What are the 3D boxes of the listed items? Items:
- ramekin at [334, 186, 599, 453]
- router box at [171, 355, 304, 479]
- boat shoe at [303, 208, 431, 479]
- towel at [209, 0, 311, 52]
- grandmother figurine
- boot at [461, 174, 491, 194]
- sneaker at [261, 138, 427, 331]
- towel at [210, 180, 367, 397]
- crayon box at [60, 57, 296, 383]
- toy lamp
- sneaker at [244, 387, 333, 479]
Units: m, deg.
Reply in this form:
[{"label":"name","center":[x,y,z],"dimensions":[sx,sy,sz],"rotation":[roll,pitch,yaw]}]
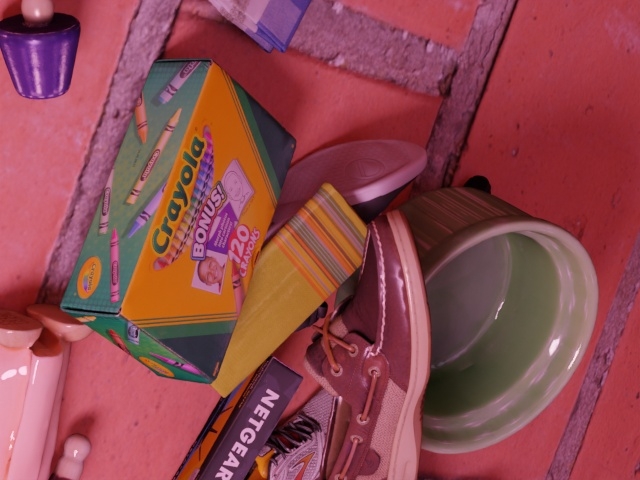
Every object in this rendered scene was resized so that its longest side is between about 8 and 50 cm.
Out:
[{"label":"ramekin","center":[0.163,0.084,1.991],"dimensions":[0.303,0.148,0.303],"rotation":[-16,124,-26]},{"label":"router box","center":[-0.093,0.209,1.836],"dimensions":[0.046,0.133,0.179],"rotation":[33,80,-11]},{"label":"boat shoe","center":[0.044,0.128,1.790],"dimensions":[0.123,0.123,0.342],"rotation":[-3,123,-8]},{"label":"towel","center":[-0.078,-0.333,1.682],"dimensions":[0.285,0.034,0.209],"rotation":[36,78,-50]},{"label":"grandmother figurine","center":[-0.306,0.239,1.653],"dimensions":[0.207,0.104,0.343],"rotation":[-2,106,-37]},{"label":"boot","center":[0.184,-0.012,2.095],"dimensions":[0.121,0.045,0.099],"rotation":[-49,138,-21]},{"label":"sneaker","center":[0.000,0.000,1.863],"dimensions":[0.295,0.104,0.147],"rotation":[-30,129,-25]},{"label":"towel","center":[-0.047,0.051,1.774],"dimensions":[0.237,0.021,0.102],"rotation":[-45,124,-9]},{"label":"crayon box","center":[-0.135,-0.020,1.673],"dimensions":[0.165,0.081,0.278],"rotation":[42,60,-48]},{"label":"toy lamp","center":[-0.256,-0.261,1.497],"dimensions":[0.080,0.080,0.275],"rotation":[-20,118,-40]},{"label":"sneaker","center":[-0.039,0.253,1.944],"dimensions":[0.225,0.088,0.093],"rotation":[-51,135,-18]}]
